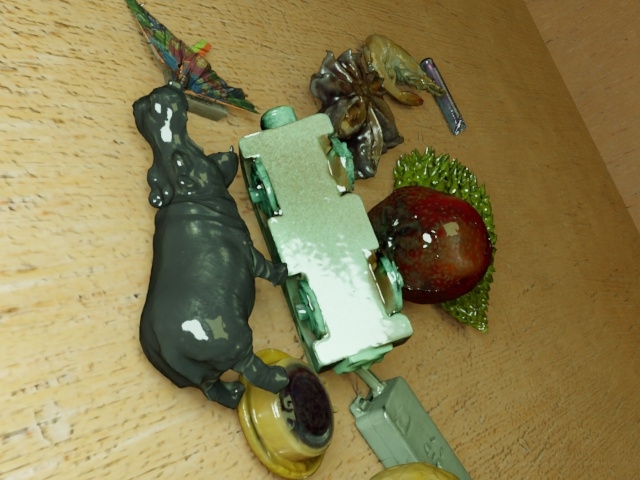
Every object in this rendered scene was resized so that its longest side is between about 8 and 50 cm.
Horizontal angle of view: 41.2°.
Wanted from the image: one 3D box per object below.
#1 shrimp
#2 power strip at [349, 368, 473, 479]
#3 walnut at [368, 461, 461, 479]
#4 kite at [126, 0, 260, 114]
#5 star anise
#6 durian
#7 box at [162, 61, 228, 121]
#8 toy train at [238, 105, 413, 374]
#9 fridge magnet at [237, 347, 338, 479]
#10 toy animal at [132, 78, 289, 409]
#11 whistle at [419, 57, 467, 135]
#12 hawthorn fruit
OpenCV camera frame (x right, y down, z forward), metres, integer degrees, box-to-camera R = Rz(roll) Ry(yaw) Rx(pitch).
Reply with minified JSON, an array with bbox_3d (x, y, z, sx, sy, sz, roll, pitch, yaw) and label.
[{"bbox_3d":[0.163,-0.313,1.644,0.236,0.053,0.133,24,44,-42],"label":"shrimp"},{"bbox_3d":[0.120,0.270,1.084,0.288,0.053,0.093,56,30,-11],"label":"power strip"},{"bbox_3d":[0.093,0.323,0.899,0.159,0.159,0.207,60,28,-3],"label":"walnut"},{"bbox_3d":[-0.167,-0.231,1.060,0.241,0.014,0.183,42,24,-14],"label":"kite"},{"bbox_3d":[0.050,-0.194,1.333,0.220,0.099,0.214,21,62,-55],"label":"star anise"},{"bbox_3d":[0.207,-0.025,1.452,0.169,0.158,0.355,83,2,-56],"label":"durian"},{"bbox_3d":[-0.156,-0.185,1.067,0.083,0.024,0.053,13,54,-55],"label":"box"},{"bbox_3d":[0.000,0.000,1.009,0.159,0.129,0.326,108,-38,-73],"label":"toy train"},{"bbox_3d":[-0.034,0.182,0.907,0.143,0.063,0.143,40,36,-39],"label":"fridge magnet"},{"bbox_3d":[-0.120,0.004,0.884,0.168,0.106,0.343,30,40,-48],"label":"toy animal"},{"bbox_3d":[0.261,-0.307,1.811,0.033,0.033,0.176,-15,78,-60],"label":"whistle"},{"bbox_3d":[0.166,0.010,1.251,0.235,0.181,0.181,12,55,-54],"label":"hawthorn fruit"}]
